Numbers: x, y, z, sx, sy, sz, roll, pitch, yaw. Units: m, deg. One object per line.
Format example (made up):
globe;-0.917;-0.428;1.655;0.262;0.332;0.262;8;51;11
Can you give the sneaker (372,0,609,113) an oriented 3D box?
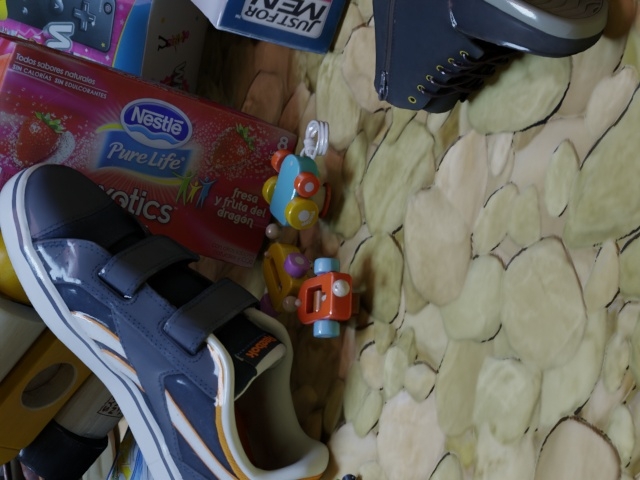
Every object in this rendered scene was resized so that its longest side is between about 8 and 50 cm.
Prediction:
sneaker;0.108;-0.128;1.144;0.222;0.083;0.118;37;131;54

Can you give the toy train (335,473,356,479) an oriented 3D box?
toy train;0.025;0.194;1.221;0.024;0.017;0.083;-54;34;24

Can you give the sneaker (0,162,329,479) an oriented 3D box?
sneaker;-0.106;0.064;1.307;0.127;0.126;0.321;-31;94;33

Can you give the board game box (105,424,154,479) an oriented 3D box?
board game box;-0.142;0.249;1.510;0.136;0.035;0.201;-67;28;22

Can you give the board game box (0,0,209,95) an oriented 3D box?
board game box;-0.259;-0.167;1.640;0.303;0.097;0.224;21;113;27

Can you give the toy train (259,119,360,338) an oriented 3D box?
toy train;0.000;0.000;1.323;0.125;0.046;0.166;-29;57;56

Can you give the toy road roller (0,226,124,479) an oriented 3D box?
toy road roller;-0.278;0.052;1.483;0.202;0.329;0.240;-49;61;10

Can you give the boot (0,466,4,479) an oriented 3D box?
boot;-0.383;0.134;1.980;0.338;0.118;0.223;30;104;51

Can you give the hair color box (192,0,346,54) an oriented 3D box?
hair color box;-0.010;-0.344;1.412;0.347;0.105;0.174;-69;27;17

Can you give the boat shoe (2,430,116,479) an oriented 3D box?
boat shoe;-0.257;0.315;1.614;0.123;0.123;0.342;-40;45;52

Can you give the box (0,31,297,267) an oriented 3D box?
box;-0.168;-0.076;1.440;0.128;0.256;0.123;27;99;62
